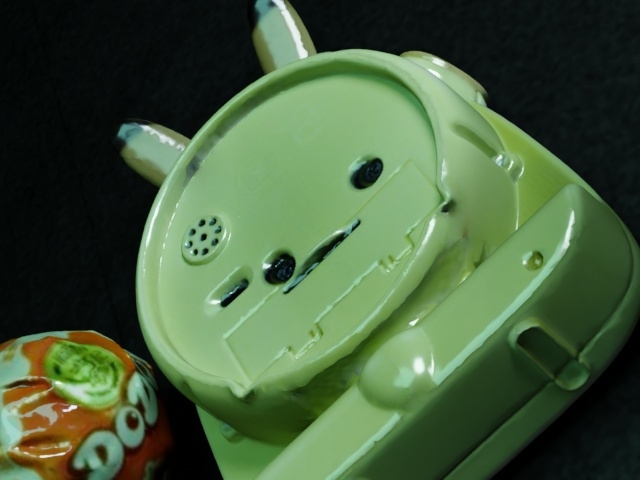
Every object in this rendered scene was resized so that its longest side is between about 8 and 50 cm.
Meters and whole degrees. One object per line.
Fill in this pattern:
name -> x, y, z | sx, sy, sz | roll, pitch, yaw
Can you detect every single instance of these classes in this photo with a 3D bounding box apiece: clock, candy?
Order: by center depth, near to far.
clock -> 0.000, 0.000, 0.654 | 0.170, 0.069, 0.232 | -45, 44, 8
candy -> -0.170, 0.110, 0.742 | 0.288, 0.084, 0.078 | -26, 44, 38
